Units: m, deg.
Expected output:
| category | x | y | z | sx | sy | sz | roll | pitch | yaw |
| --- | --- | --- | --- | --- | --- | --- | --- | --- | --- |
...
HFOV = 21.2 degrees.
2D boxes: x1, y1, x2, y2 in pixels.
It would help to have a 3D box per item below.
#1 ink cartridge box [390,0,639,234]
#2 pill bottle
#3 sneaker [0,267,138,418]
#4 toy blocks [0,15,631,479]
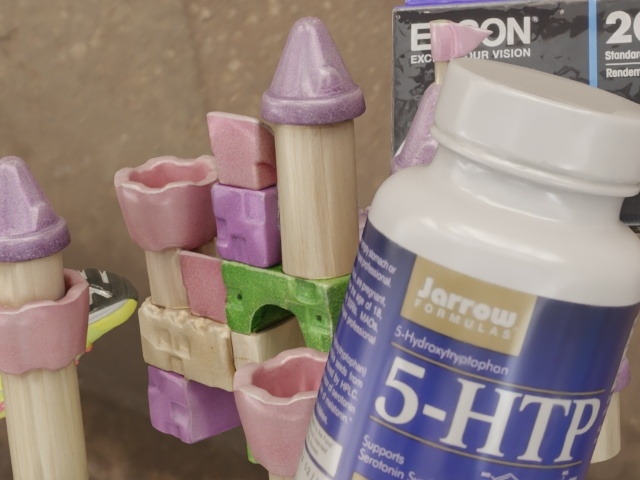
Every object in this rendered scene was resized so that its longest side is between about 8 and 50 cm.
| category | x | y | z | sx | sy | sz | roll | pitch | yaw |
| --- | --- | --- | --- | --- | --- | --- | --- | --- | --- |
| ink cartridge box | 0.149 | -0.106 | 1.093 | 0.206 | 0.045 | 0.208 | -2 | 79 | 14 |
| pill bottle | 0.065 | 0.029 | 0.667 | 0.112 | 0.112 | 0.186 | 18 | 104 | 14 |
| sneaker | -0.244 | 0.101 | 1.489 | 0.209 | 0.081 | 0.094 | -29 | 122 | 4 |
| toy blocks | 0.000 | 0.000 | 0.923 | 0.289 | 0.309 | 0.260 | 12 | 113 | 44 |
